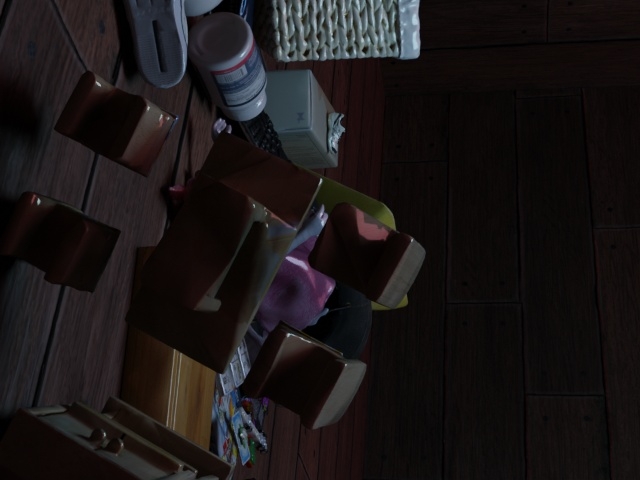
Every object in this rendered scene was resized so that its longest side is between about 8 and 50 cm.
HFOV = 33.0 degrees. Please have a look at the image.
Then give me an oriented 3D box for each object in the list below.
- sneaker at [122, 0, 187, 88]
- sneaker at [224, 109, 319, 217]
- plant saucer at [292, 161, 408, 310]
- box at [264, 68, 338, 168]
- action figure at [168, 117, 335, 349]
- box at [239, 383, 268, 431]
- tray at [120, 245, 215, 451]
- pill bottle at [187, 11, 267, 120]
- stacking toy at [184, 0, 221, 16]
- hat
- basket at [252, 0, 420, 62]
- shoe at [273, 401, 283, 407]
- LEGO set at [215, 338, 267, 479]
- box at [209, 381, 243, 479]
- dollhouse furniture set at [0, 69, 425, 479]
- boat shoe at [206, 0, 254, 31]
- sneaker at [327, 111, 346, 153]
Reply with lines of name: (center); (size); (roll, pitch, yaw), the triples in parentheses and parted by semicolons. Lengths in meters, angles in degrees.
sneaker: (-0.224, -0.332, 1.417); (0.091, 0.094, 0.258); (-117, -155, -69)
sneaker: (-0.124, -0.126, 1.915); (0.283, 0.124, 0.107); (61, 23, -11)
plant saucer: (0.000, 0.000, 2.122); (0.081, 0.333, 0.332); (-51, 150, -24)
box: (-0.058, -0.233, 2.144); (0.311, 0.148, 0.121); (47, 42, -77)
action figure: (-0.134, -0.002, 1.695); (0.248, 0.275, 0.370); (46, 8, 37)
box: (-0.127, 0.299, 2.012); (0.162, 0.029, 0.116); (-75, 162, -55)
tray: (-0.203, 0.234, 1.455); (0.203, 0.076, 0.410); (66, 25, -65)
pill bottle: (-0.145, -0.275, 1.749); (0.180, 0.108, 0.108); (71, 20, -63)
stacking toy: (-0.152, -0.532, 1.434); (0.350, 0.351, 0.479); (-75, 180, -58)
hat: (-0.062, 0.116, 1.984); (0.134, 0.331, 0.331); (28, -52, 55)
basket: (0.007, -0.494, 1.931); (0.331, 0.267, 0.328); (-127, -150, -67)
shoe: (-0.085, 0.242, 2.174); (0.081, 0.064, 0.178); (68, 17, -60)
LEGO set: (-0.135, 0.275, 1.698); (0.182, 0.060, 0.244); (-22, 99, -80)
box: (-0.170, 0.264, 1.717); (0.159, 0.044, 0.233); (-77, 162, -57)
dollhouse furniture set: (-0.132, 0.092, 1.121); (0.394, 0.362, 0.256); (-63, 167, -1)
boat shoe: (-0.146, -0.429, 1.779); (0.089, 0.109, 0.258); (-63, 148, -63)
sneaker: (0.033, -0.213, 2.140); (0.032, 0.037, 0.083); (-34, 124, -80)
